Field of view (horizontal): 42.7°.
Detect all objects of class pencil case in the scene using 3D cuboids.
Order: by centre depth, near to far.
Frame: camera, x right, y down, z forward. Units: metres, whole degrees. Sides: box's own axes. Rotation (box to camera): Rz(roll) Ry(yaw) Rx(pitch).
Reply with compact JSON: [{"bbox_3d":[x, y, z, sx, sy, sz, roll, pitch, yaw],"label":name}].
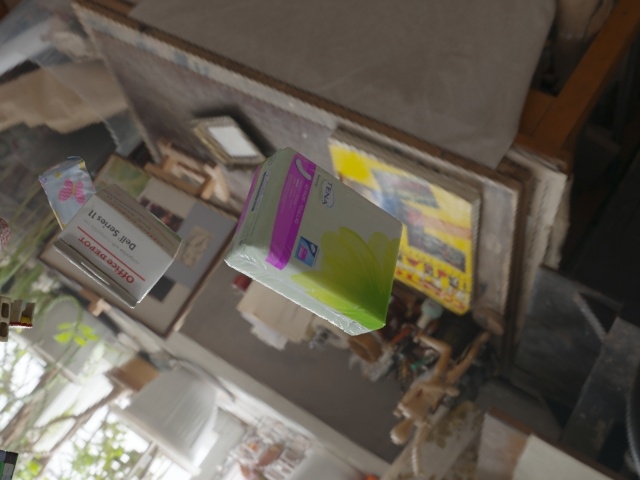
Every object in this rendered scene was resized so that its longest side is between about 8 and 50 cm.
[{"bbox_3d":[-0.588,-0.068,2.028,0.113,0.124,0.273,7,124,56],"label":"pencil case"}]

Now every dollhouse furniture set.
[{"bbox_3d":[-0.917,0.221,2.133,0.201,0.152,0.374,0,171,4],"label":"dollhouse furniture set"}]

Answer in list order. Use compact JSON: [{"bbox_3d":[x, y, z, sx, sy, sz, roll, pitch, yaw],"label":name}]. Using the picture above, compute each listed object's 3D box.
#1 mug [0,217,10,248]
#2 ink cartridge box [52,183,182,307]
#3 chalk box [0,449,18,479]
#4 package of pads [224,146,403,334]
[{"bbox_3d":[-0.843,-0.011,2.008,0.150,0.113,0.169,11,-173,-10],"label":"mug"},{"bbox_3d":[-0.403,0.002,1.672,0.207,0.119,0.353,40,-177,-11],"label":"ink cartridge box"},{"bbox_3d":[-0.871,0.594,2.090,0.132,0.133,0.213,26,154,-37],"label":"chalk box"},{"bbox_3d":[0.000,0.000,1.426,0.296,0.229,0.101,33,142,-24],"label":"package of pads"}]
